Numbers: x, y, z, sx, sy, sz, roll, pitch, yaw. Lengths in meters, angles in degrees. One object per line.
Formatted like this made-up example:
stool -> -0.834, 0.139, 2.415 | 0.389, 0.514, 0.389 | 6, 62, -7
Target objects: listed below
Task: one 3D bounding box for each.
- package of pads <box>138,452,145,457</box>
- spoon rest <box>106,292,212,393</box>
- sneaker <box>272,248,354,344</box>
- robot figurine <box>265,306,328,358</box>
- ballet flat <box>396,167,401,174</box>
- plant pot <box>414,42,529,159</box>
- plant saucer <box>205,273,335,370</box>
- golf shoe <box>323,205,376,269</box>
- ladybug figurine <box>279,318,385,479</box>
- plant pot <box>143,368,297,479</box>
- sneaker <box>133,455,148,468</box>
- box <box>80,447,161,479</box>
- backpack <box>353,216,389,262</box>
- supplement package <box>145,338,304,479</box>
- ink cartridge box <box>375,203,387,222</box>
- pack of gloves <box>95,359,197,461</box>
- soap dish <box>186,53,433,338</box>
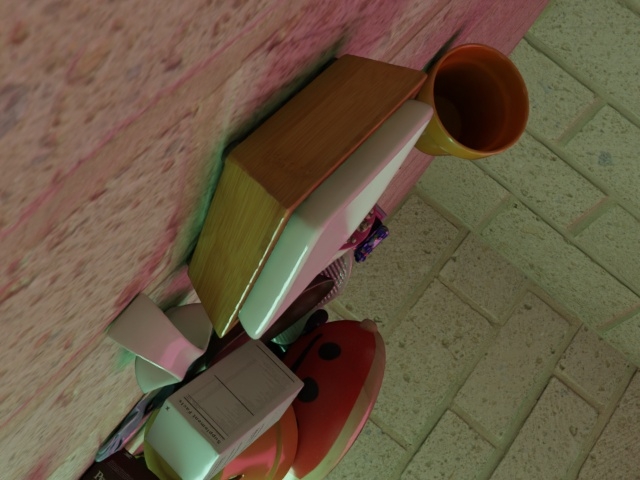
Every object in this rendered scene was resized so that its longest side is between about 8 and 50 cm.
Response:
package of pads -> -0.467, 0.627, 1.903 | 0.229, 0.101, 0.296 | -49, 175, -7
spoon rest -> -0.172, 0.123, 0.913 | 0.137, 0.084, 0.276 | -49, 174, -9
sneaker -> -0.029, 0.079, 1.752 | 0.366, 0.135, 0.150 | -50, -167, 44
robot figurine -> -0.095, 0.239, 1.985 | 0.278, 0.209, 0.174 | -44, 146, -47
ballet flat -> 0.123, -0.150, 1.605 | 0.074, 0.074, 0.203 | -54, 174, 35
plant pot -> 0.256, -0.243, 1.497 | 0.205, 0.205, 0.188 | -49, -170, -18
plant saucer -> -0.107, 0.154, 1.568 | 0.310, 0.050, 0.310 | -34, 168, -8
golf shoe -> -0.032, 0.013, 1.313 | 0.306, 0.115, 0.140 | -38, 178, -32
ladybug figurine -> -0.027, 0.353, 1.756 | 0.449, 0.162, 0.305 | -57, -150, 2
plant pot -> -0.220, 0.405, 1.611 | 0.291, 0.291, 0.203 | -52, 159, 18
sneaker -> -0.417, 0.501, 1.626 | 0.208, 0.081, 0.094 | -45, -176, 21
box -> -0.382, 0.512, 1.420 | 0.203, 0.168, 0.167 | -50, 175, -5
backpack -> 0.066, -0.001, 1.880 | 0.173, 0.117, 0.158 | -47, -177, 2
supplement package -> -0.171, 0.307, 1.427 | 0.244, 0.139, 0.134 | -31, 159, -49
ink cartridge box -> 0.043, 0.039, 2.194 | 0.311, 0.065, 0.186 | -45, -176, -25
pack of gloves -> -0.291, 0.300, 1.387 | 0.232, 0.046, 0.195 | -50, 176, -3
soap dish -> -0.023, -0.042, 0.823 | 0.229, 0.118, 0.291 | -47, 174, -33
